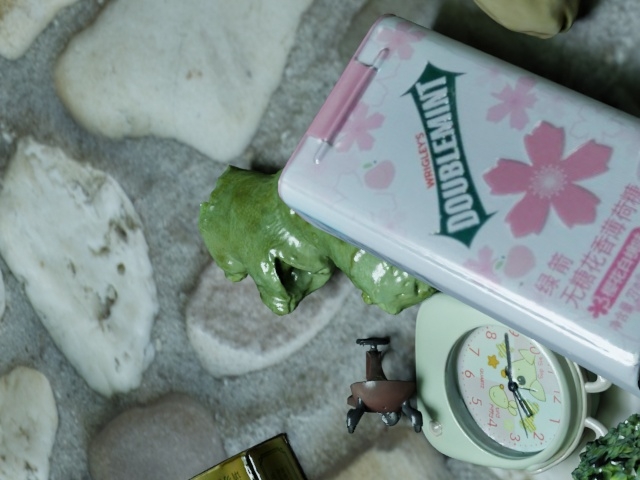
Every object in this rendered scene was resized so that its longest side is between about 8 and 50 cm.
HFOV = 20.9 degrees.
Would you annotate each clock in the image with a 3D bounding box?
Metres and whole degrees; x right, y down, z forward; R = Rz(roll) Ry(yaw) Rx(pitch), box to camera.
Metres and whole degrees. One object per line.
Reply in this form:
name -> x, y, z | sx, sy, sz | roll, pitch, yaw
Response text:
clock -> 0.169, 0.121, 1.465 | 0.191, 0.062, 0.151 | 12, 111, 39

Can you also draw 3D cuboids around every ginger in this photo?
ginger -> -0.002, -0.001, 1.558 | 0.290, 0.089, 0.137 | -1, 68, 43

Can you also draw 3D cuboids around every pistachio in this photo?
pistachio -> 0.137, -0.238, 1.348 | 0.185, 0.108, 0.126 | 57, 160, 3

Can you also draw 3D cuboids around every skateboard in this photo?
skateboard -> 0.050, 0.128, 1.545 | 0.151, 0.067, 0.080 | 163, 106, -85

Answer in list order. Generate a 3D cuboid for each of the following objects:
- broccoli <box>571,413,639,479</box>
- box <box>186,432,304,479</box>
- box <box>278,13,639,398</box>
broccoli -> 0.283, 0.209, 1.298 | 0.226, 0.198, 0.176 | -36, 46, 31
box -> -0.049, 0.329, 1.729 | 0.159, 0.071, 0.240 | -33, 82, 41
box -> 0.161, -0.028, 1.348 | 0.370, 0.112, 0.190 | 30, 86, 32
